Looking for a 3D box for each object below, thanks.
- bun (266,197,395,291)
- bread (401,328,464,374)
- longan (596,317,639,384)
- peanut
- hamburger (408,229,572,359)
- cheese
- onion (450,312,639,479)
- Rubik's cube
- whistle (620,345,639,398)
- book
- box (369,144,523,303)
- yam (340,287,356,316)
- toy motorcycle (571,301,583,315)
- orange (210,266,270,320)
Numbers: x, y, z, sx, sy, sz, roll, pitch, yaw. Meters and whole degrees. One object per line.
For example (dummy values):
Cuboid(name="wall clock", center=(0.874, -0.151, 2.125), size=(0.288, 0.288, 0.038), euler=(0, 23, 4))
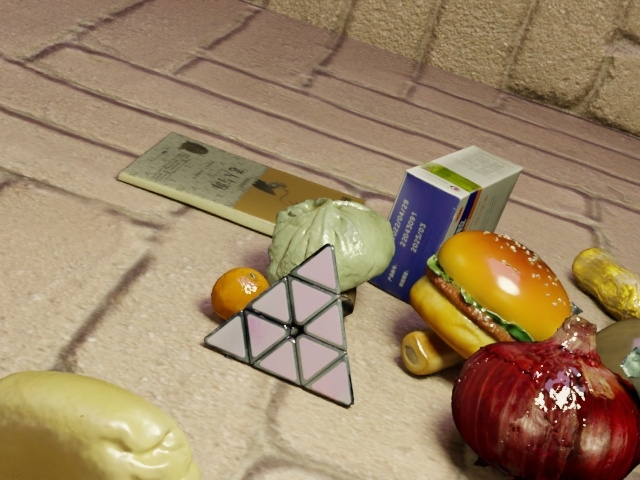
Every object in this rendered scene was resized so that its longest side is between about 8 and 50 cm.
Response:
Cuboid(name="bun", center=(0.000, 0.000, 1.690), size=(0.204, 0.126, 0.212), euler=(-21, 16, -25))
Cuboid(name="bread", center=(0.154, 0.155, 1.608), size=(0.103, 0.049, 0.062), euler=(-9, 65, -51))
Cuboid(name="longan", center=(0.428, 0.195, 1.576), size=(0.189, 0.189, 0.189), euler=(16, 22, -7))
Cuboid(name="peanut", center=(0.521, 0.080, 2.030), size=(0.087, 0.087, 0.206), euler=(7, 23, -27))
Cuboid(name="hamburger", center=(0.257, 0.087, 1.628), size=(0.246, 0.170, 0.246), euler=(33, 9, -6))
Cuboid(name="cheese", center=(-0.215, 0.214, 0.978), size=(0.226, 0.214, 0.117), euler=(28, 27, 6))
Cuboid(name="onion", center=(0.287, 0.196, 1.401), size=(0.252, 0.219, 0.252), euler=(19, 13, -4))
Cuboid(name="Rubik's cube", center=(0.006, 0.096, 1.475), size=(0.190, 0.178, 0.211), euler=(37, 29, 31))
Cuboid(name="whistle", center=(0.467, 0.253, 1.414), size=(0.312, 0.062, 0.062), euler=(53, 10, -23))
Cuboid(name="book", center=(-0.127, -0.087, 1.985), size=(0.389, 0.032, 0.269), euler=(19, 23, 4))
Cuboid(name="box", center=(0.209, -0.032, 1.895), size=(0.106, 0.200, 0.299), euler=(28, 24, 19))
Cuboid(name="yam", center=(0.047, 0.044, 1.801), size=(0.045, 0.045, 0.327), euler=(47, 18, -9))
Cuboid(name="toy motorcycle", center=(0.419, 0.166, 1.745), size=(0.221, 0.102, 0.150), euler=(35, 6, 29))
Cuboid(name="orange", center=(-0.107, 0.076, 1.555), size=(0.084, 0.083, 0.083), euler=(16, 22, -7))
